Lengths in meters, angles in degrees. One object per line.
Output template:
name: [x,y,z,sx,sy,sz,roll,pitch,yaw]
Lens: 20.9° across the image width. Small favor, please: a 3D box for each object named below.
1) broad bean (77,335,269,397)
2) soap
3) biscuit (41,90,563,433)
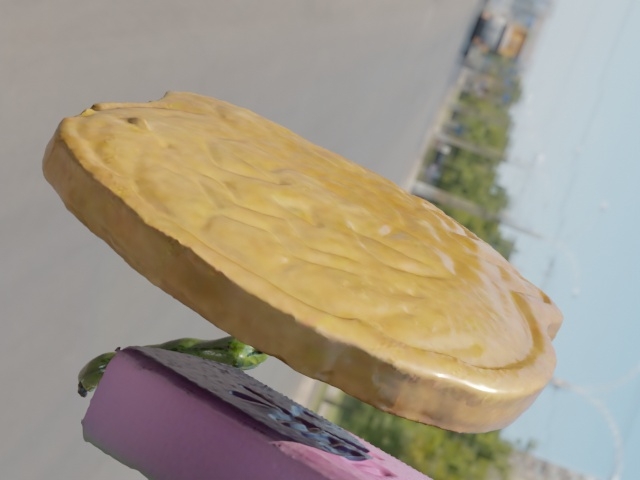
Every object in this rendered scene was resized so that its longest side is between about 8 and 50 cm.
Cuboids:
broad bean: [-0.177,0.141,2.010,0.052,0.256,0.052,-49,125,-66]
soap: [-0.014,0.166,1.187,0.181,0.259,0.081,21,95,-61]
biscuit: [0.001,-0.002,1.242,0.062,0.385,0.365,-64,168,18]
